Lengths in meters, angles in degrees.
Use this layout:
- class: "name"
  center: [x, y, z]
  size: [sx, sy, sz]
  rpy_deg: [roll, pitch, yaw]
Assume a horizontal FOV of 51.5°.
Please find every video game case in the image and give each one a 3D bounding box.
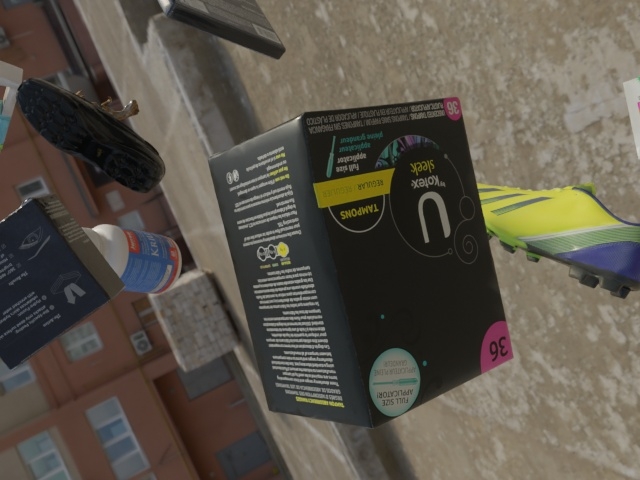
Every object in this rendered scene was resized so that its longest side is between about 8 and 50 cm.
- class: "video game case"
  center: [-0.174, -0.372, 0.908]
  size: [0.026, 0.196, 0.274]
  rpy_deg: [-44, 61, 28]

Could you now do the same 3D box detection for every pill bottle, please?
- class: "pill bottle"
  center: [-0.391, 0.036, 1.299]
  size: [0.221, 0.124, 0.124]
  rpy_deg: [15, -143, -56]

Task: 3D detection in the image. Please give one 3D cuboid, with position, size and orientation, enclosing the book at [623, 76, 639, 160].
- class: "book"
  center: [0.574, -0.213, 1.113]
  size: [0.096, 0.035, 0.144]
  rpy_deg: [-18, 70, 40]

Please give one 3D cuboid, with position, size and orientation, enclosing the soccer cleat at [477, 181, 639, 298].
- class: "soccer cleat"
  center: [0.298, -0.030, 0.865]
  size: [0.289, 0.121, 0.093]
  rpy_deg: [29, -176, 37]

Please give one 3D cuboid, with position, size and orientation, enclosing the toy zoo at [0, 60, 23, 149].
- class: "toy zoo"
  center: [-0.553, -0.208, 0.966]
  size: [0.293, 0.192, 0.030]
  rpy_deg: [-37, 51, 51]

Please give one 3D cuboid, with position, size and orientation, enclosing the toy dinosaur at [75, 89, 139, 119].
- class: "toy dinosaur"
  center: [-0.463, -0.244, 1.322]
  size: [0.112, 0.211, 0.064]
  rpy_deg: [29, -119, -65]

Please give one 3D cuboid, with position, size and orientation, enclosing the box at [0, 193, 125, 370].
- class: "box"
  center: [-0.366, 0.049, 0.846]
  size: [0.158, 0.156, 0.093]
  rpy_deg: [55, -179, -9]

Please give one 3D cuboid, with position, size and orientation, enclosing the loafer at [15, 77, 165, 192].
- class: "loafer"
  center: [-0.320, -0.150, 0.939]
  size: [0.223, 0.076, 0.078]
  rpy_deg: [36, -158, -17]

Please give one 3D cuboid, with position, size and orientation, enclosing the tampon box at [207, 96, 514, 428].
- class: "tampon box"
  center: [0.025, 0.010, 0.393]
  size: [0.101, 0.120, 0.161]
  rpy_deg: [-11, 93, 53]
